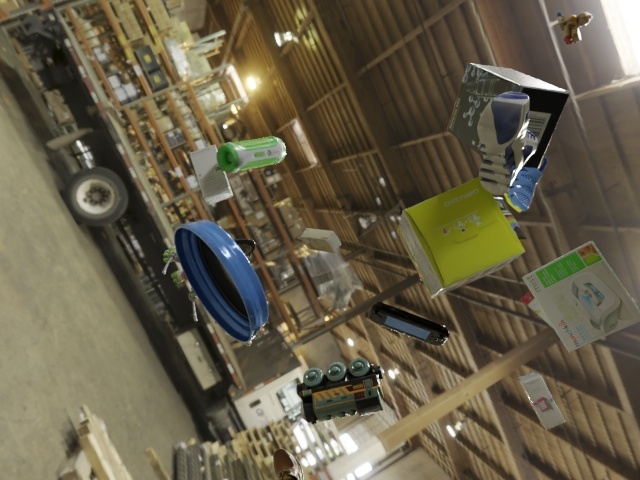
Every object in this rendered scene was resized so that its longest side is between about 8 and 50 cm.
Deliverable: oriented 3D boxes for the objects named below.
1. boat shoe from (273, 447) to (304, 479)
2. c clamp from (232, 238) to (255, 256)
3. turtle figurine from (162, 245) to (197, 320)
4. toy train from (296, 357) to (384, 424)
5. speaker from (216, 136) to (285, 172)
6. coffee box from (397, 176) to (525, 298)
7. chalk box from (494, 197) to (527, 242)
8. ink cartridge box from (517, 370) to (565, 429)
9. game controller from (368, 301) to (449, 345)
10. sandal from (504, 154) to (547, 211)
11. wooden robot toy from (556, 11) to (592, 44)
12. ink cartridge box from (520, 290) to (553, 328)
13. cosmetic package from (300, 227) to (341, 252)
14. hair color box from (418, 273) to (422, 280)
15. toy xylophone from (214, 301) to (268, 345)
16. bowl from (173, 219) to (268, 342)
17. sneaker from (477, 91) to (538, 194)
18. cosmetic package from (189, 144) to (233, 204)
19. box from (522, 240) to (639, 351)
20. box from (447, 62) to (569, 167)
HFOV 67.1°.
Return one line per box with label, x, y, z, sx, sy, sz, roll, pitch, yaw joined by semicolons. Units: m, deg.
boat shoe;-0.124;0.995;2.013;0.307;0.110;0.104;52;-8;43
c clamp;-0.325;0.040;1.834;0.137;0.160;0.022;90;-9;-45
turtle figurine;-0.505;0.115;1.756;0.198;0.275;0.266;40;-24;-31
toy train;0.075;0.550;1.751;0.190;0.333;0.142;-99;173;-46
speaker;-0.285;-0.362;2.023;0.131;0.296;0.131;16;-65;37
coffee box;0.540;0.001;1.939;0.334;0.337;0.338;70;-4;-75
chalk box;0.752;-0.079;2.189;0.179;0.180;0.289;-45;-121;41
ink cartridge box;0.552;0.399;1.211;0.122;0.052;0.088;67;11;13
game controller;0.346;0.335;1.912;0.319;0.067;0.166;20;-36;10
sandal;0.855;-0.259;2.005;0.126;0.317;0.138;33;-30;-23
wooden robot toy;0.737;-0.612;1.382;0.079;0.173;0.076;-14;-99;38
ink cartridge box;0.936;0.260;1.973;0.072;0.127;0.175;25;21;-53
cosmetic package;0.000;0.000;1.462;0.115;0.041;0.060;7;-39;45
hair color box;0.568;0.153;2.486;0.141;0.072;0.043;113;-20;-47
toy xylophone;-0.339;0.307;2.046;0.081;0.236;0.323;8;-25;31
bowl;-0.291;0.116;1.419;0.391;0.077;0.391;37;-36;33
sneaker;0.567;-0.311;1.446;0.127;0.182;0.316;26;-36;33
cosmetic package;-0.454;-0.274;2.008;0.085;0.117;0.231;83;-15;-67
box;0.796;0.169;1.481;0.126;0.231;0.262;4;57;-62
box;0.714;-0.498;1.896;0.395;0.211;0.294;-114;-150;-56
